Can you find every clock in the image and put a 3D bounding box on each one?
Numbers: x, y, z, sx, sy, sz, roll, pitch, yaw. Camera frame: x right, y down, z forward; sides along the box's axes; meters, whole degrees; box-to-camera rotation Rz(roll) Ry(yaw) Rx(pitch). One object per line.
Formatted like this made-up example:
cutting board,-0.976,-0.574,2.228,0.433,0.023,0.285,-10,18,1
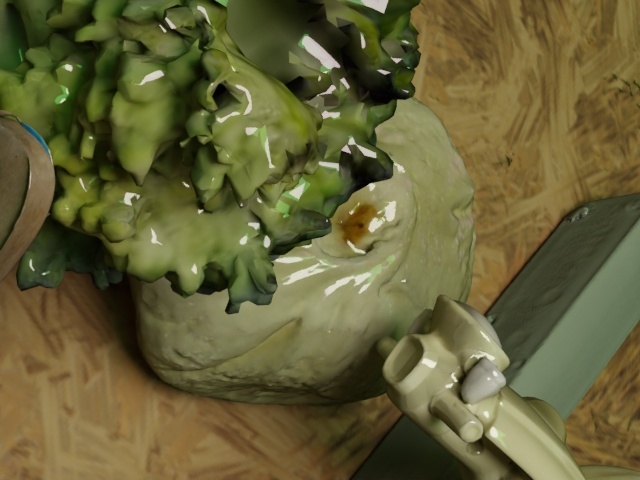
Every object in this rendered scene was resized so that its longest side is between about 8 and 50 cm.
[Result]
clock,0.032,0.189,0.717,0.379,0.120,0.276,-26,113,-12

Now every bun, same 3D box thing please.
bun,0.000,0.000,0.804,0.244,0.153,0.243,4,83,-35

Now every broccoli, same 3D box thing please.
broccoli,-0.119,-0.144,0.632,0.348,0.281,0.293,12,63,11

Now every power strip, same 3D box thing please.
power strip,0.125,0.104,0.903,0.385,0.091,0.062,-47,110,-31

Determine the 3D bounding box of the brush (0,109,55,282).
brush,-0.200,0.078,0.591,0.070,0.327,0.065,44,23,17
